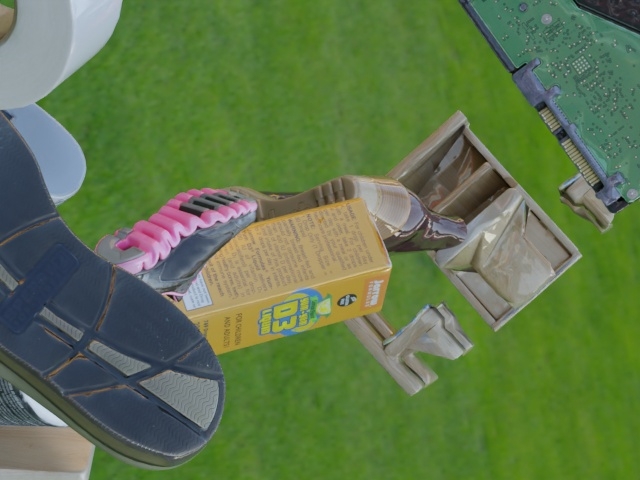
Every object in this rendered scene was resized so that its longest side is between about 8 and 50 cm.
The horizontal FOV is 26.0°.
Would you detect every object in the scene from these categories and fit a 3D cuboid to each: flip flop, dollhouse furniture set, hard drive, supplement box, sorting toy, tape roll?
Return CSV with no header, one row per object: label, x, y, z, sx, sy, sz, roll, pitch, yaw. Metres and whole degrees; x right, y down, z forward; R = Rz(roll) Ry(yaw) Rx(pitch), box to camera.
flip flop,-0.168,0.020,0.740,0.277,0.080,0.112,43,55,-4
dollhouse furniture set,0.182,-0.032,1.705,0.256,0.362,0.394,49,6,9
hard drive,0.308,-0.208,1.103,0.237,0.339,0.064,54,17,1
supplement box,-0.062,0.038,1.145,0.078,0.234,0.080,96,-27,-56
sorting toy,-0.372,0.203,1.543,0.255,0.257,0.089,-91,-176,-59
tape roll,-0.347,-0.281,1.420,0.100,0.286,0.286,-52,124,-47

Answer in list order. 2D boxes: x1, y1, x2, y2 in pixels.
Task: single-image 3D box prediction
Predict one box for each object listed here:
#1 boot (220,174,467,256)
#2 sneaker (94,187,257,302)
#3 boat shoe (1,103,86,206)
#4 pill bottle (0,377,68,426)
boot,0.000,0.000,1.401,0.207,0.248,0.090,20,62,-54
sneaker,-0.088,0.008,0.866,0.119,0.047,0.057,-28,126,-34
boat shoe,-0.443,-0.165,1.619,0.367,0.156,0.136,44,50,-13
pill bottle,-0.326,0.120,1.384,0.130,0.246,0.130,7,81,-49
